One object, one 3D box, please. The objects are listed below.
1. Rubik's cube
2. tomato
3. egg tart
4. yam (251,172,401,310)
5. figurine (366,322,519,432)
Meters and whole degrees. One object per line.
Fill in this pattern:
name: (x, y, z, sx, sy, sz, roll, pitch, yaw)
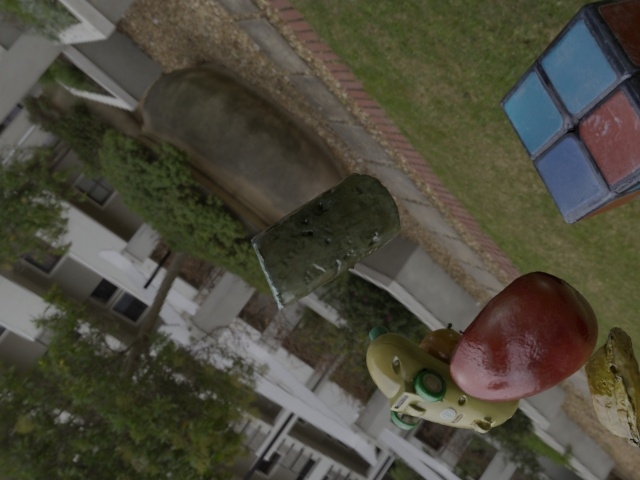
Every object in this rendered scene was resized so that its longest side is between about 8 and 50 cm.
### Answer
Rubik's cube: (0.596, -0.256, 1.133, 0.316, 0.313, 0.318, 67, 160, 15)
tomato: (0.245, 0.130, 0.682, 0.166, 0.174, 0.082, 29, -165, -40)
egg tart: (0.667, 0.338, 1.329, 0.116, 0.294, 0.295, -14, 147, 24)
yam: (0.000, 0.000, 0.750, 0.107, 0.194, 0.107, 47, 158, 26)
figurine: (0.244, 0.267, 1.180, 0.325, 0.124, 0.222, 17, -143, -12)
